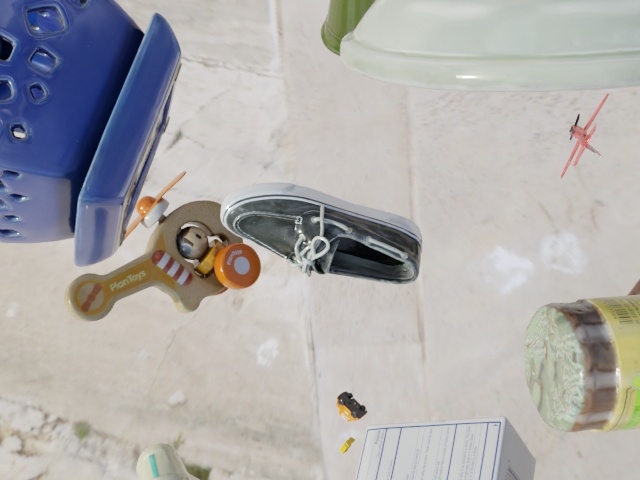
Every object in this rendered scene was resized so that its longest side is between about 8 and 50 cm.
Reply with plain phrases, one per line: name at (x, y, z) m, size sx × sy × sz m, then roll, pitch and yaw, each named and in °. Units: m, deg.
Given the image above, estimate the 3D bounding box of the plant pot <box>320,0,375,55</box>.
plant pot at (0.041, -0.255, 1.231) m, size 0.083 × 0.079 × 0.083 m, roll -1°, pitch 55°, yaw 1°

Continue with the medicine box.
medicine box at (0.207, 0.467, 2.000) m, size 0.289 × 0.263 × 0.149 m, roll -10°, pitch 136°, yaw 31°

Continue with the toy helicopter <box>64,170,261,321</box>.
toy helicopter at (-0.294, 0.029, 1.991) m, size 0.355 × 0.140 × 0.235 m, roll -26°, pitch 96°, yaw -32°

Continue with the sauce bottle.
sauce bottle at (0.348, 0.094, 0.945) m, size 0.344 × 0.111 × 0.111 m, roll -3°, pitch 96°, yaw -12°

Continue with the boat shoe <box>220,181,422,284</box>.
boat shoe at (-0.001, 0.003, 1.671) m, size 0.306 × 0.105 × 0.113 m, roll 16°, pitch 131°, yaw -8°

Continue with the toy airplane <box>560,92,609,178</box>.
toy airplane at (0.395, -0.152, 1.710) m, size 0.028 × 0.151 × 0.151 m, roll 23°, pitch 97°, yaw -8°

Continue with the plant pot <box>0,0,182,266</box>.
plant pot at (-0.262, -0.118, 1.089) m, size 0.212 × 0.236 × 0.236 m, roll 21°, pitch 68°, yaw -6°

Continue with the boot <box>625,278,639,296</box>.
boot at (0.581, 0.159, 1.804) m, size 0.207 × 0.090 × 0.248 m, roll -38°, pitch 88°, yaw 2°

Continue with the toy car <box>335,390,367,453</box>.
toy car at (0.038, 0.316, 1.960) m, size 0.060 × 0.122 × 0.040 m, roll 32°, pitch 125°, yaw 0°

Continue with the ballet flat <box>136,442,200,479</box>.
ballet flat at (-0.200, 0.310, 1.457) m, size 0.086 × 0.248 × 0.086 m, roll 2°, pitch 69°, yaw -5°

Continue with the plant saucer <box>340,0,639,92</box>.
plant saucer at (0.212, -0.212, 0.949) m, size 0.400 × 0.400 × 0.101 m, roll -5°, pitch 109°, yaw 3°
